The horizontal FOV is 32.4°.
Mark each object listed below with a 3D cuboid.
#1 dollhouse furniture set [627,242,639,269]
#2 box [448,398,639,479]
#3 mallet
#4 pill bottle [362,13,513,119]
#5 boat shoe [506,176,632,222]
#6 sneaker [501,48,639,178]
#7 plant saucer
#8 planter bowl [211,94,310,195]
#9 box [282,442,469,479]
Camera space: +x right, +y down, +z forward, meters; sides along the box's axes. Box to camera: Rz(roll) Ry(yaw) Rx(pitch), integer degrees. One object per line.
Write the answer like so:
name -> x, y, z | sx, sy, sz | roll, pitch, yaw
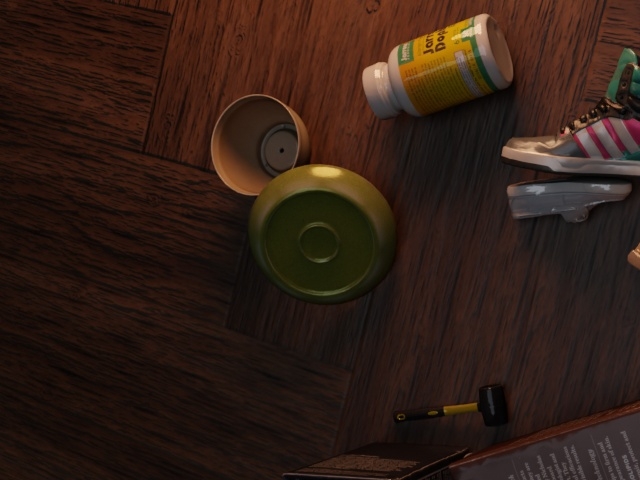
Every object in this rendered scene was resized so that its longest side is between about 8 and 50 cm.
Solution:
dollhouse furniture set -> 0.615, 0.028, 1.330 | 0.394, 0.362, 0.256 | 44, 109, 48
box -> 0.391, 0.305, 1.512 | 0.381, 0.191, 0.143 | -21, 80, 25
mallet -> 0.201, 0.271, 1.696 | 0.189, 0.039, 0.062 | -21, 82, 29
pill bottle -> 0.175, -0.255, 1.671 | 0.208, 0.117, 0.118 | -17, 82, 26
boat shoe -> 0.362, -0.057, 1.608 | 0.184, 0.066, 0.063 | -3, 101, 24
sneaker -> 0.404, -0.179, 1.550 | 0.295, 0.124, 0.179 | 3, 95, 18
plant saucer -> 0.000, 0.000, 1.735 | 0.240, 0.037, 0.241 | 3, 113, 8
planter bowl -> -0.082, -0.150, 1.800 | 0.162, 0.109, 0.162 | -1, 88, 26
box -> 0.091, 0.463, 1.598 | 0.182, 0.294, 0.296 | -3, 87, 28
